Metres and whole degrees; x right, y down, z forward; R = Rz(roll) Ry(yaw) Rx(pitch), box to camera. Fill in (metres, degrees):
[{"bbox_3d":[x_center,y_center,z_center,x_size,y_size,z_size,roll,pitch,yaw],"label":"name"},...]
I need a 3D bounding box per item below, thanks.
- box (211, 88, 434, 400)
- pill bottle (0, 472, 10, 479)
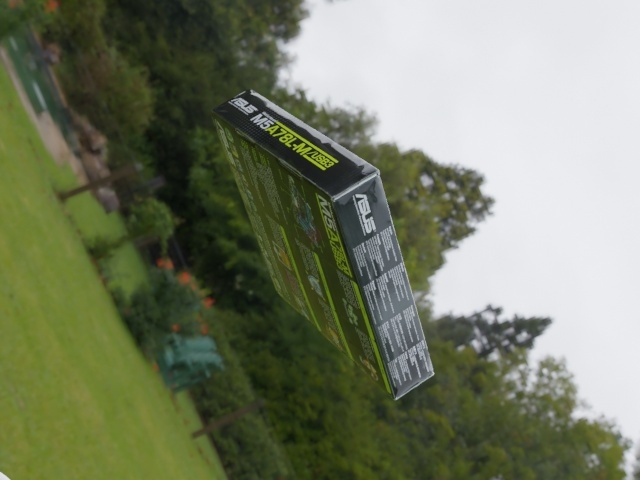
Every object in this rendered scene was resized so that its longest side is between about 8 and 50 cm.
[{"bbox_3d":[0.000,0.000,0.768,0.184,0.045,0.191,35,-30,49],"label":"box"},{"bbox_3d":[-0.386,0.312,1.057,0.087,0.087,0.160,75,28,-45],"label":"pill bottle"}]
